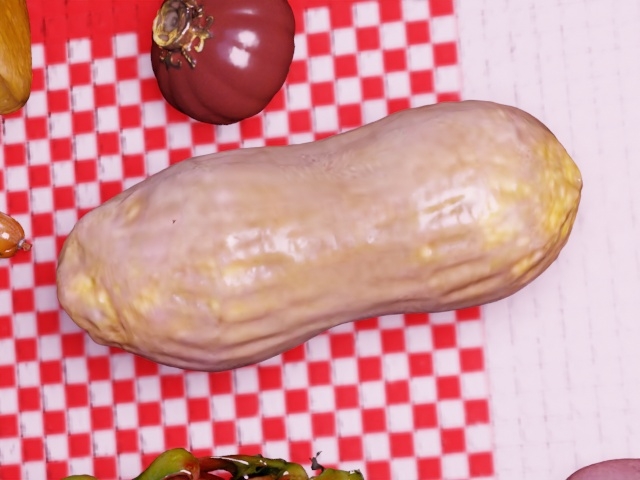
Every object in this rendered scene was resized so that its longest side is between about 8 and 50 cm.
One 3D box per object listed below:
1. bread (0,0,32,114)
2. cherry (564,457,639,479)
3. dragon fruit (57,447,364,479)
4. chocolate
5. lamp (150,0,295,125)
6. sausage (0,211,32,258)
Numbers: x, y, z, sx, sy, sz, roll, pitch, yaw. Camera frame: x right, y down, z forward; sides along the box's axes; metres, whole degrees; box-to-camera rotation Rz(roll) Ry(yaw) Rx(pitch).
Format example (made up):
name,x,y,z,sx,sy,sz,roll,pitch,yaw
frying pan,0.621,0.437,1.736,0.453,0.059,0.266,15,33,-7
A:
name,x,y,z,sx,sy,sz,roll,pitch,yaw
bread,-0.265,-0.183,1.142,0.142,0.195,0.270,-13,90,2
cherry,0.182,0.169,1.062,0.126,0.087,0.106,-33,83,10
dragon fruit,-0.060,0.174,1.108,0.175,0.138,0.142,-27,119,-21
chocolate,0.000,0.000,1.102,0.309,0.134,0.134,-13,82,6
lamp,-0.058,-0.120,1.144,0.101,0.090,0.101,-14,69,43
sausage,-0.229,-0.015,1.198,0.107,0.031,0.031,24,89,12
